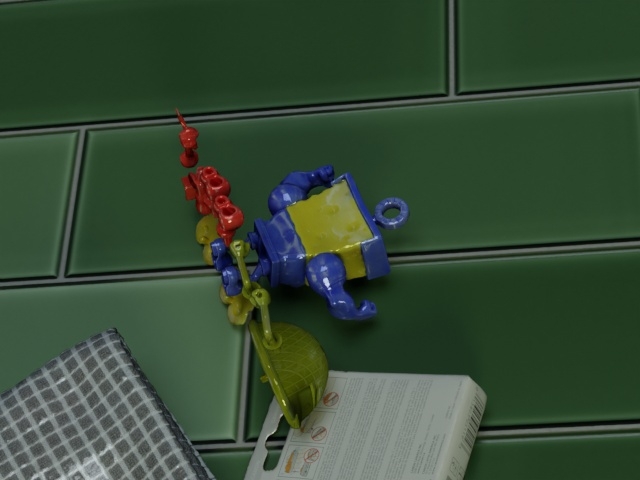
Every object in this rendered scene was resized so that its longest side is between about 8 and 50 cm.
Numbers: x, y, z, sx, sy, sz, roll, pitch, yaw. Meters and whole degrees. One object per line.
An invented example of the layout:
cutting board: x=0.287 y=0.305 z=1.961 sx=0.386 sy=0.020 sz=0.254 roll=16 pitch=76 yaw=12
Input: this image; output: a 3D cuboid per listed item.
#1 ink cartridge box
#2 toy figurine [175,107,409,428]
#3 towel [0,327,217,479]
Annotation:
ink cartridge box: x=0.040 y=0.219 z=1.765 sx=0.225 sy=0.056 sz=0.181 roll=-2 pitch=53 yaw=33
toy figurine: x=0.000 y=0.000 z=1.834 sx=0.217 sy=0.191 sz=0.362 roll=-16 pitch=46 yaw=-11
towel: x=-0.234 y=0.248 z=1.740 sx=0.235 sy=0.121 sz=0.283 roll=-32 pitch=55 yaw=-9
